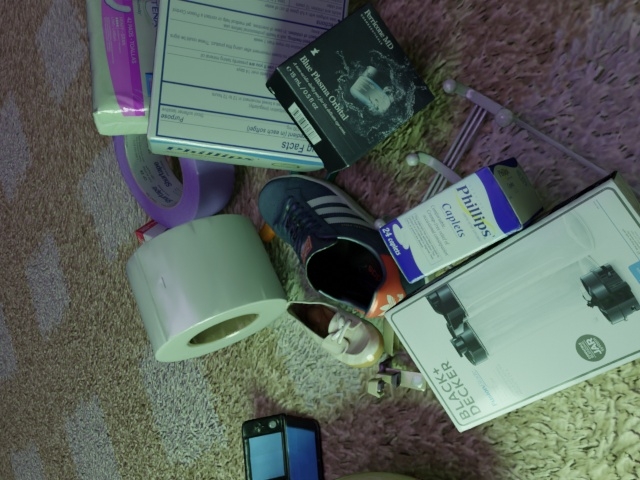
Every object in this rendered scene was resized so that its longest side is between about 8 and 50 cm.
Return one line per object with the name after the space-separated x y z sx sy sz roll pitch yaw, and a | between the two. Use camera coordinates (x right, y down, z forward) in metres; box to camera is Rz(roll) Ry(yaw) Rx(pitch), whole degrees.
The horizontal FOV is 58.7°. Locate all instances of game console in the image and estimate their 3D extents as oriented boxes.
-0.069 0.393 1.020 0.085 0.124 0.144 174 91 -68 | game console

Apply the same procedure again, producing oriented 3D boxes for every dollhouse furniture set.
0.125 0.168 0.840 0.081 0.091 0.114 4 93 26 | dollhouse furniture set

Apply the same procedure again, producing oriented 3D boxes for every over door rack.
0.225 -0.029 0.709 0.324 0.108 0.239 42 120 31 | over door rack

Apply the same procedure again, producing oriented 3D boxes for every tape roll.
-0.293 -0.165 1.118 0.275 0.090 0.275 22 126 34 | tape roll
-0.198 0.086 1.004 0.246 0.246 0.169 -39 67 36 | tape roll

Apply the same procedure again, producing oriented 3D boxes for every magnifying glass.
-0.043 -0.086 0.999 0.092 0.026 0.231 53 125 25 | magnifying glass

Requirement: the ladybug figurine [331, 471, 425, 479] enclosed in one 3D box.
0.088 0.495 0.821 0.449 0.162 0.305 -39 63 32 | ladybug figurine

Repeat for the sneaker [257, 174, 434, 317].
0.000 0.000 0.868 0.350 0.148 0.131 31 119 33 | sneaker

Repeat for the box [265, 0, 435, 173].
0.038 -0.201 0.767 0.156 0.158 0.093 53 169 -10 | box

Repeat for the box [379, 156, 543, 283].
0.157 -0.024 0.625 0.137 0.126 0.072 -32 85 32 | box

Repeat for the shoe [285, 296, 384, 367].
0.016 0.140 0.899 0.219 0.058 0.076 19 83 56 | shoe

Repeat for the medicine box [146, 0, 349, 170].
-0.111 -0.263 0.850 0.149 0.263 0.289 -169 84 -73 | medicine box

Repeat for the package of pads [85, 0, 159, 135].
-0.235 -0.305 0.969 0.101 0.296 0.229 135 128 -68 | package of pads

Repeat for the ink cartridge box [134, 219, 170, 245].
-0.305 0.023 1.188 0.150 0.063 0.109 14 130 40 | ink cartridge box

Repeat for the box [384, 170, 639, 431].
0.236 0.075 0.626 0.290 0.087 0.169 -35 83 31 | box
